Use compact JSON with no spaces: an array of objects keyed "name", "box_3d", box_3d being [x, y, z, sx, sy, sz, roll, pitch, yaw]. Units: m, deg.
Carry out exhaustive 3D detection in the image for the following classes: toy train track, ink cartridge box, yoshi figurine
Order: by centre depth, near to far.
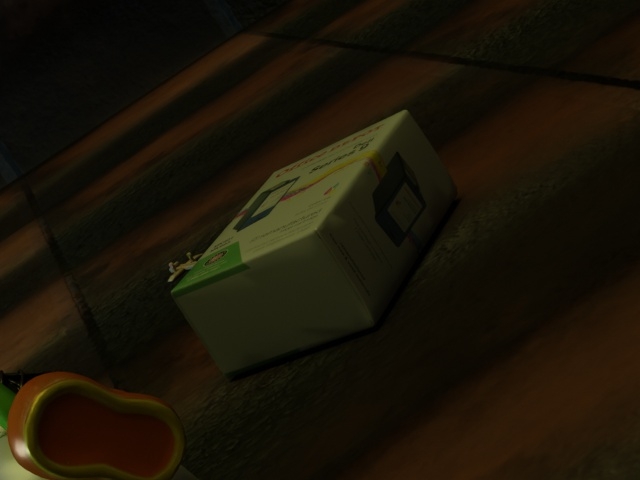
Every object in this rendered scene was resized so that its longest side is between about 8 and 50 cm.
[{"name":"yoshi figurine","box_3d":[-0.225,0.164,0.992,0.203,0.203,0.362,-46,17,-22]},{"name":"ink cartridge box","box_3d":[0.000,0.000,1.228,0.154,0.093,0.212,-23,17,34]},{"name":"toy train track","box_3d":[-0.132,0.021,1.565,0.048,0.014,0.083,-43,19,-32]}]

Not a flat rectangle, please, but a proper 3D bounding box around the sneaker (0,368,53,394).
[{"name":"sneaker","box_3d":[-0.275,0.123,1.208,0.118,0.222,0.083,-30,58,-2]}]
